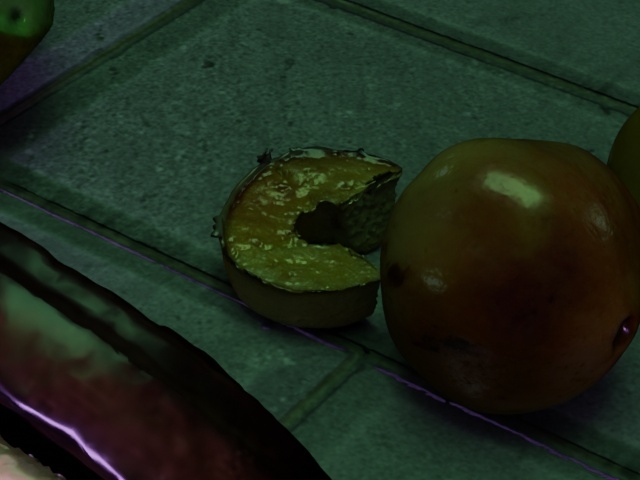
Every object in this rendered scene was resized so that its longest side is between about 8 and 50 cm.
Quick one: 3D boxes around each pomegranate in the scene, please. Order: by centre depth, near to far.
[{"bbox_3d":[0.144,0.019,1.374,0.209,0.209,0.209,1,36,-1],"label":"pomegranate"}]

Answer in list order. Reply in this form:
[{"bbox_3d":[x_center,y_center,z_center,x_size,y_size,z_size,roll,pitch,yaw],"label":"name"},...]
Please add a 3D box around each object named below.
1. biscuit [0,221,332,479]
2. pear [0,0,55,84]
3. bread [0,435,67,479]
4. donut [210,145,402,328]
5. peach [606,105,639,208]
[{"bbox_3d":[-0.126,0.106,1.094,0.407,0.407,0.091,27,73,29],"label":"biscuit"},{"bbox_3d":[-0.392,-0.198,1.610,0.342,0.238,0.318,21,28,-43],"label":"pear"},{"bbox_3d":[-0.169,0.136,1.066,0.404,0.346,0.242,-1,63,7],"label":"bread"},{"bbox_3d":[-0.012,0.000,1.504,0.146,0.078,0.181,4,43,5],"label":"donut"},{"bbox_3d":[0.354,-0.037,1.513,0.251,0.153,0.251,1,44,-1],"label":"peach"}]
